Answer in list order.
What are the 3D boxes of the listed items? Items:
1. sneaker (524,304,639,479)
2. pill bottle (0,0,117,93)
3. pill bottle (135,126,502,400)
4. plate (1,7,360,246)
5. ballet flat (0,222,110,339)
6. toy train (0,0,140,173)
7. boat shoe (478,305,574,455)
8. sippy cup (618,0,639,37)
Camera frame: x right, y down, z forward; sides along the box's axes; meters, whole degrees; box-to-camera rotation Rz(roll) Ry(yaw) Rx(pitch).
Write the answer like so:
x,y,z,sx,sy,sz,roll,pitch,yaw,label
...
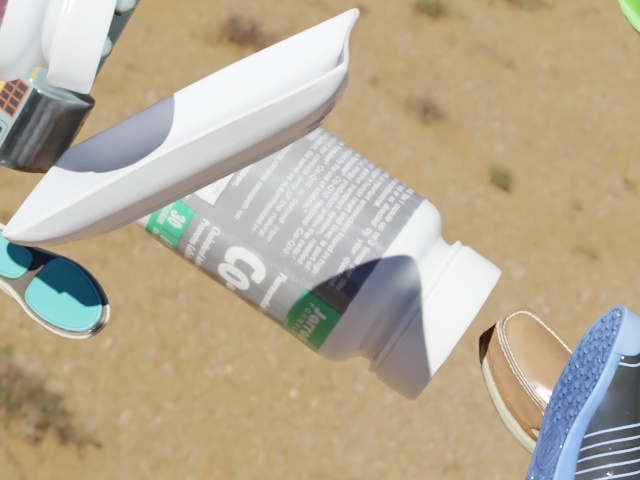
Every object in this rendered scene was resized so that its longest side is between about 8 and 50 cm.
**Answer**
x,y,z,sx,sy,sz,roll,pitch,yaw,label
0.222,0.170,1.480,0.090,0.232,0.081,25,-11,-15,sneaker
-0.266,-0.190,1.410,0.221,0.121,0.121,16,30,-9,pill bottle
0.000,0.000,2.015,0.361,0.204,0.204,35,29,4,pill bottle
-0.090,-0.081,1.432,0.045,0.278,0.277,63,9,-13,plate
-0.324,0.052,2.192,0.248,0.086,0.086,35,29,31,ballet flat
-0.278,-0.227,1.866,0.190,0.334,0.142,38,14,21,toy train
0.300,0.207,2.017,0.122,0.120,0.324,-33,86,-36,boat shoe
0.352,-0.277,1.396,0.224,0.305,0.240,10,16,41,sippy cup
